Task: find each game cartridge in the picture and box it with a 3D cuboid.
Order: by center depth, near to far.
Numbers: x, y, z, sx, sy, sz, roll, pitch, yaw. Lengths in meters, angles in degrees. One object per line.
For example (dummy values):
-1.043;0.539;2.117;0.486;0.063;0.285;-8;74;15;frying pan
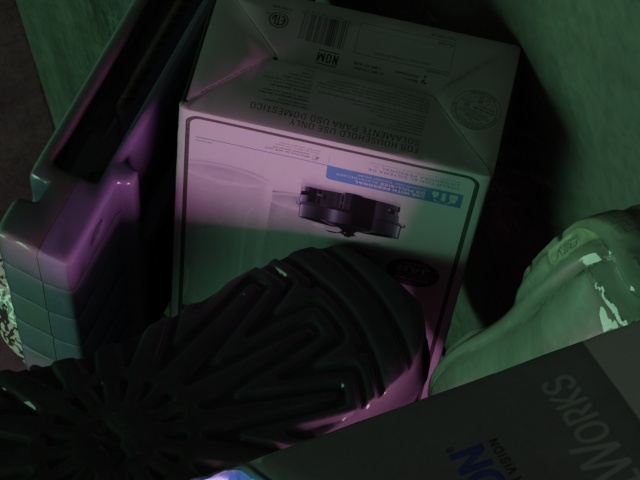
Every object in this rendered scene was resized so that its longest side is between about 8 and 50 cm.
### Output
-0.080;-0.086;1.156;0.068;0.355;0.230;21;154;12;game cartridge

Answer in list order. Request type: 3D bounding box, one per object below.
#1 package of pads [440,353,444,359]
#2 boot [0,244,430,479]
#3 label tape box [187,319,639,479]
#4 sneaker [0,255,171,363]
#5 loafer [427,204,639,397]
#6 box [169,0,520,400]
0.049;0.108;1.327;0.032;0.083;0.050;50;158;31;package of pads
-0.089;0.233;1.134;0.445;0.367;0.146;83;162;-54;boot
0.094;0.146;0.618;0.240;0.334;0.106;83;163;-44;label tape box
-0.124;0.166;1.360;0.158;0.182;0.410;-35;95;34;sneaker
0.125;0.082;0.913;0.319;0.112;0.111;109;149;-69;loafer
0.005;-0.008;1.090;0.290;0.169;0.087;101;-178;-58;box
